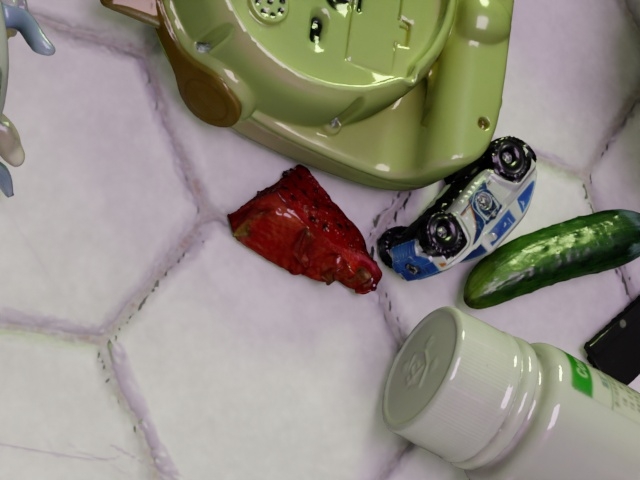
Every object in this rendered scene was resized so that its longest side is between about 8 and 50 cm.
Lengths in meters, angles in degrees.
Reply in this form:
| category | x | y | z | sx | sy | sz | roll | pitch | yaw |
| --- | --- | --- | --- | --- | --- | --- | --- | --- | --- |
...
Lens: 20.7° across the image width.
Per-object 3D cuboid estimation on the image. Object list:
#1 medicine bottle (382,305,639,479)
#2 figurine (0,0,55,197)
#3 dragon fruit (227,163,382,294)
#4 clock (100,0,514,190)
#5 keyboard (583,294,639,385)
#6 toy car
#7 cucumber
| category | x | y | z | sx | sy | sz | roll | pitch | yaw |
| --- | --- | --- | --- | --- | --- | --- | --- | --- | --- |
| medicine bottle | 0.178 | 0.156 | 1.462 | 0.237 | 0.139 | 0.139 | 27 | 66 | -18 |
| figurine | -0.274 | -0.130 | 1.298 | 0.128 | 0.184 | 0.208 | 0 | 115 | -20 |
| dragon fruit | 0.001 | -0.001 | 1.448 | 0.131 | 0.063 | 0.097 | 49 | 61 | -9 |
| clock | -0.007 | -0.214 | 1.466 | 0.348 | 0.117 | 0.286 | 16 | 70 | -24 |
| keyboard | 0.317 | 0.068 | 1.628 | 0.195 | 0.018 | 0.060 | -36 | 103 | -30 |
| toy car | 0.129 | -0.027 | 1.514 | 0.070 | 0.080 | 0.170 | 50 | 60 | -11 |
| cucumber | 0.226 | 0.010 | 1.573 | 0.250 | 0.056 | 0.056 | -16 | 85 | -29 |
